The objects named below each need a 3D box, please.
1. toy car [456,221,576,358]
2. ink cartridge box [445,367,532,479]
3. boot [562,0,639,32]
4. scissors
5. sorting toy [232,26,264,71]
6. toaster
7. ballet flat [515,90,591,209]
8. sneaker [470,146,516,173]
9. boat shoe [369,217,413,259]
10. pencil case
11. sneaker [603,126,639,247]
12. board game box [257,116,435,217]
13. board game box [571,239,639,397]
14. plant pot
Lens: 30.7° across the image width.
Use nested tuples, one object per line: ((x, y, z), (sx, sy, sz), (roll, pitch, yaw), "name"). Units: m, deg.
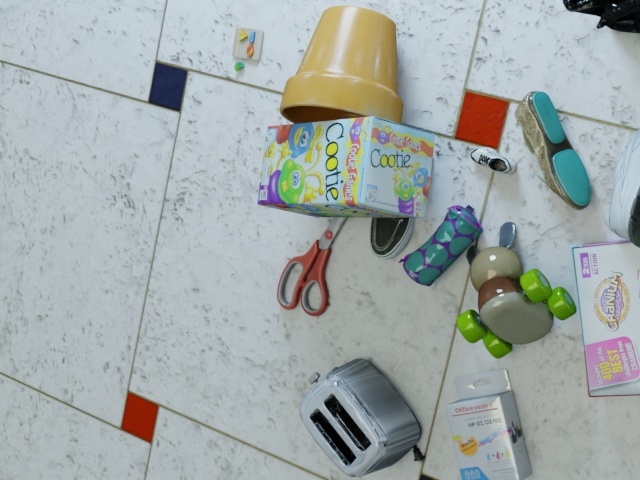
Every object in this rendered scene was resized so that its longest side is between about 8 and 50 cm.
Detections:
((0.298, 0.066, 1.896), (0.155, 0.149, 0.188), (-35, 47, 24), "toy car")
((0.274, 0.313, 1.938), (0.104, 0.061, 0.181), (-16, 84, 30), "ink cartridge box")
((0.493, -0.341, 1.682), (0.246, 0.207, 0.094), (8, 97, 30), "boot")
((0.000, 0.000, 2.107), (0.109, 0.021, 0.297), (27, 108, 29), "scissors")
((-0.138, -0.354, 2.173), (0.062, 0.012, 0.083), (13, 99, 29), "sorting toy")
((0.069, 0.315, 2.012), (0.129, 0.146, 0.227), (-47, 70, 25), "toaster")
((0.368, -0.138, 1.862), (0.067, 0.073, 0.206), (-35, 71, 56), "ballet flat")
((0.281, -0.133, 1.921), (0.083, 0.037, 0.032), (21, 105, 30), "sneaker")
((0.124, -0.071, 1.999), (0.077, 0.070, 0.219), (23, 104, 28), "boat shoe")
((0.204, 0.008, 1.960), (0.070, 0.064, 0.152), (43, 113, 5), "pencil case")
((0.498, -0.136, 1.746), (0.297, 0.111, 0.129), (-66, 20, -2), "sneaker")
((0.039, -0.116, 1.945), (0.275, 0.144, 0.142), (1, 83, 51), "board game box")
((0.551, 0.108, 1.758), (0.316, 0.064, 0.242), (-6, 90, 31), "board game box")
((0.048, -0.287, 1.972), (0.205, 0.205, 0.188), (7, 81, 30), "plant pot")
